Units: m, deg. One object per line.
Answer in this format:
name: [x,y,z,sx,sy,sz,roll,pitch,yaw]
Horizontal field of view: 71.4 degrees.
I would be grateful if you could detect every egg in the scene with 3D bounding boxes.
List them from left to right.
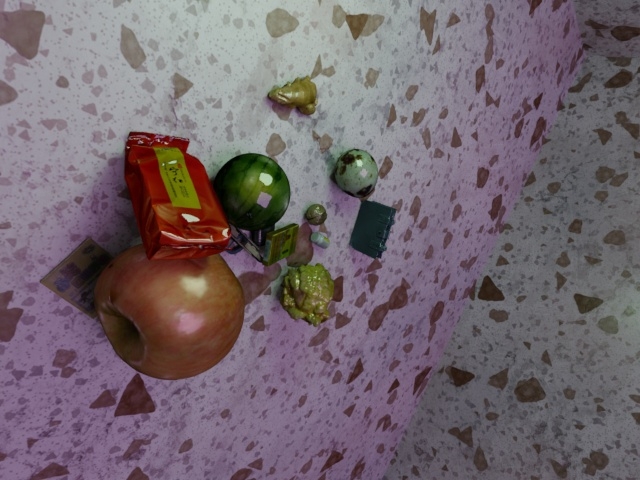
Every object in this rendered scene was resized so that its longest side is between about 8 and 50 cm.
egg: [0.144,-0.256,1.751,0.169,0.169,0.231,-50,150,-15]

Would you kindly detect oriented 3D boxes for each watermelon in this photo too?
watermelon: [-0.213,-0.150,1.388,0.242,0.242,0.242,-21,123,-37]

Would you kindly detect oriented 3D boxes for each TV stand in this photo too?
TV stand: [-0.261,0.008,1.519,0.042,0.036,0.249,-61,145,-18]

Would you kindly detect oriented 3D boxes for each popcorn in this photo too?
popcorn: [-0.052,0.208,1.741,0.259,0.212,0.259,15,90,-87]

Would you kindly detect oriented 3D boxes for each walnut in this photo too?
walnut: [-0.016,-0.100,1.729,0.092,0.092,0.092,-21,123,-37]

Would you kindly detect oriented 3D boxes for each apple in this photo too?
apple: [-0.398,0.181,1.233,0.346,0.391,0.391,-28,127,-45]

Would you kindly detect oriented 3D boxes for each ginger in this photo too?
ginger: [-0.071,-0.489,1.486,0.115,0.081,0.205,-46,155,28]

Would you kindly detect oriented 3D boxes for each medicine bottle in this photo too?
medicine bottle: [0.000,0.000,1.814,0.083,0.047,0.047,34,84,-48]

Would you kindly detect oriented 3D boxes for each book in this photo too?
book: [-0.642,0.109,1.247,0.168,0.013,0.192,-48,135,-17]

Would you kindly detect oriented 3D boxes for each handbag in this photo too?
handbag: [0.231,-0.049,1.928,0.062,0.179,0.229,4,108,-47]

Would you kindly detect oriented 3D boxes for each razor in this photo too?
razor: [-0.200,-0.054,1.581,0.090,0.054,0.148,-15,122,-45]

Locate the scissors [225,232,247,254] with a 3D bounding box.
scissors: [-0.362,0.039,1.473,0.289,0.041,0.138,-39,140,-27]

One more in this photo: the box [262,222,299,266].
box: [-0.144,0.012,1.637,0.193,0.030,0.121,-29,134,-61]

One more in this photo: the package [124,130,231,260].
package: [-0.382,-0.116,1.162,0.196,0.423,0.123,-2,139,-39]
